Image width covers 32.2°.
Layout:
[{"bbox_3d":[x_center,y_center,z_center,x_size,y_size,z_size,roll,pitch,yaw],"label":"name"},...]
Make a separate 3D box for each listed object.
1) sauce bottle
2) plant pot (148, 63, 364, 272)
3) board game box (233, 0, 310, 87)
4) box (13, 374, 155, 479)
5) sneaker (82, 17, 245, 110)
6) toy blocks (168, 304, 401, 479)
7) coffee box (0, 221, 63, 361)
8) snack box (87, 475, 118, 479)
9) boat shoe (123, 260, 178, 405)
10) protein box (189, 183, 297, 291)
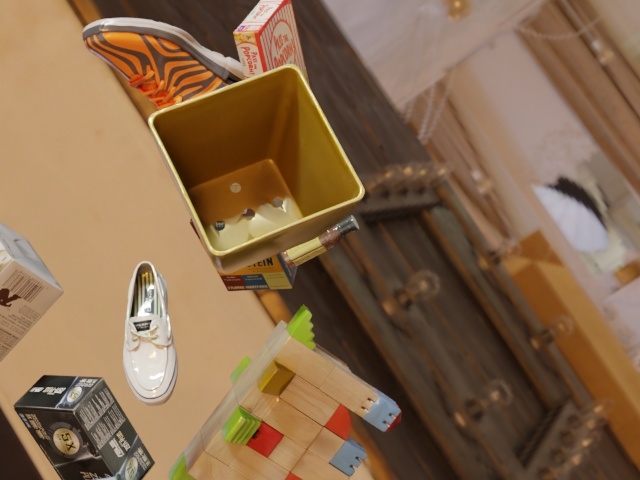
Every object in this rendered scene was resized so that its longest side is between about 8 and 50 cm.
[{"bbox_3d":[0.000,0.000,1.754,0.128,0.042,0.042,-25,-6,10],"label":"sauce bottle"},{"bbox_3d":[-0.090,-0.072,1.478,0.212,0.212,0.187,-23,-18,-15],"label":"plant pot"},{"bbox_3d":[-0.075,-0.282,1.794,0.045,0.193,0.147,2,38,22],"label":"board game box"},{"bbox_3d":[-0.366,0.302,1.718,0.147,0.180,0.077,-3,33,38],"label":"box"},{"bbox_3d":[-0.239,-0.230,1.766,0.321,0.180,0.124,17,-18,-39],"label":"sneaker"},{"bbox_3d":[-0.042,0.332,1.893,0.381,0.261,0.191,-53,16,4],"label":"toy blocks"},{"bbox_3d":[-0.555,0.122,1.686,0.297,0.168,0.119,-47,-44,1],"label":"coffee box"},{"bbox_3d":[-0.340,0.381,1.505,0.141,0.100,0.037,-7,-3,-7],"label":"snack box"},{"bbox_3d":[-0.268,0.137,1.684,0.083,0.226,0.076,-12,-32,-2],"label":"boat shoe"},{"bbox_3d":[-0.124,-0.046,2.072,0.136,0.200,0.201,-4,47,20],"label":"protein box"}]
